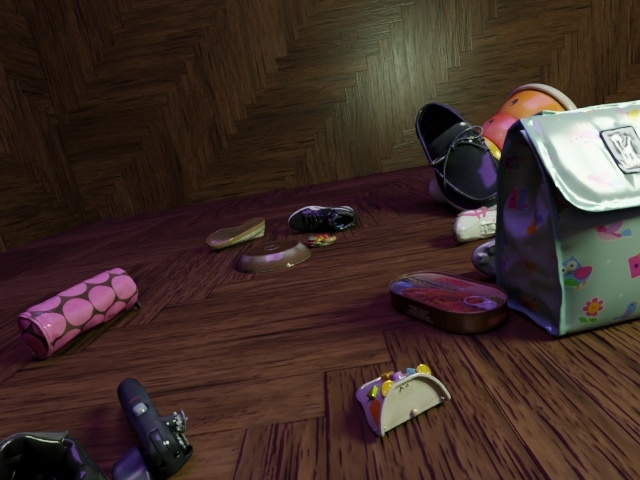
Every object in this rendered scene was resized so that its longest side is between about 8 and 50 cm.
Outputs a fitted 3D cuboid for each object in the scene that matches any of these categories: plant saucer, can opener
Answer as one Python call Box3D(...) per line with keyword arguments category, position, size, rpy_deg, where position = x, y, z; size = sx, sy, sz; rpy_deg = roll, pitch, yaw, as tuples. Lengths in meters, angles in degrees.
Box3D(category="plant saucer", position=(-0.123, 0.033, 1.029), size=(0.198, 0.036, 0.198), rpy_deg=(-10, 14, 3))
Box3D(category="can opener", position=(-0.182, 0.183, 0.409), size=(0.073, 0.059, 0.186), rpy_deg=(-18, 16, -29))

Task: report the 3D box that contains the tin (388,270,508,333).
Box3D(category="tin", position=(0.184, 0.086, 0.596), size=(0.106, 0.040, 0.189), rpy_deg=(-21, 17, -26))

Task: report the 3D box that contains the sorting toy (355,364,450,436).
Box3D(category="sorting toy", position=(0.072, 0.154, 0.411), size=(0.083, 0.045, 0.075), rpy_deg=(-16, -4, -24))

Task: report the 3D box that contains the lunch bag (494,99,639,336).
Box3D(category="lunch bag", position=(0.351, -0.039, 0.508), size=(0.223, 0.262, 0.160), rpy_deg=(-10, 13, -6))

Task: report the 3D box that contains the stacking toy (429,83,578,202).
Box3D(category="stacking toy", position=(0.580, -0.268, 1.345), size=(0.479, 0.351, 0.350), rpy_deg=(-29, 16, -6))

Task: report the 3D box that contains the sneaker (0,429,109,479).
Box3D(category="sneaker", position=(-0.232, 0.190, 0.312), size=(0.234, 0.106, 0.078), rpy_deg=(-2, 15, 29))

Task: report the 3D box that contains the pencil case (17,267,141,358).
Box3D(category="pencil case", position=(-0.438, 0.132, 0.740), size=(0.095, 0.098, 0.209), rpy_deg=(39, 26, 6))

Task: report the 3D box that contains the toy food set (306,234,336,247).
Box3D(category="toy food set", position=(0.000, 0.000, 1.106), size=(0.082, 0.020, 0.083), rpy_deg=(-12, 14, -7))

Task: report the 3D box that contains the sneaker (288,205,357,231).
Box3D(category="sneaker", position=(0.006, -0.065, 1.241), size=(0.216, 0.079, 0.121), rpy_deg=(-9, 12, -3))

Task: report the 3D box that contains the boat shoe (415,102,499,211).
Box3D(category="boat shoe", position=(0.408, -0.256, 1.204), size=(0.186, 0.156, 0.500), rpy_deg=(-31, 42, 19))

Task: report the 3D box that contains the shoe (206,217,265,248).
Box3D(category="shoe", position=(-0.264, -0.012, 1.288), size=(0.076, 0.058, 0.219), rpy_deg=(28, 39, 36))

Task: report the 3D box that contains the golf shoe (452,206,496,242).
Box3D(category="golf shoe", position=(0.369, -0.039, 0.905), size=(0.186, 0.068, 0.086), rpy_deg=(-20, 18, -37))

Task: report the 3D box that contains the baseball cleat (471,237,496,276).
Box3D(category="baseball cleat", position=(0.354, 0.024, 0.698), size=(0.205, 0.072, 0.109), rpy_deg=(-5, 0, 0))
